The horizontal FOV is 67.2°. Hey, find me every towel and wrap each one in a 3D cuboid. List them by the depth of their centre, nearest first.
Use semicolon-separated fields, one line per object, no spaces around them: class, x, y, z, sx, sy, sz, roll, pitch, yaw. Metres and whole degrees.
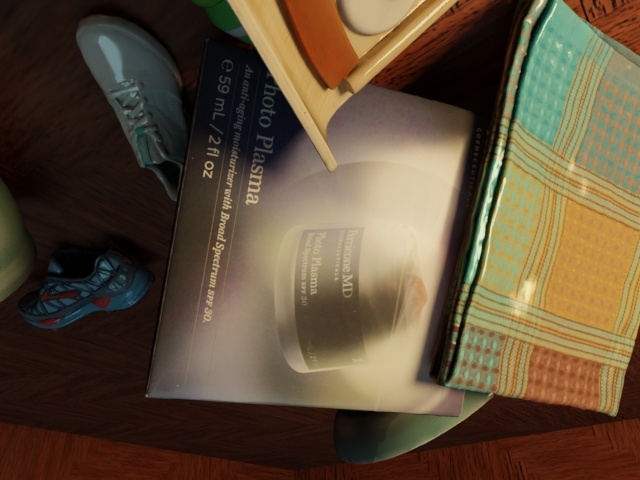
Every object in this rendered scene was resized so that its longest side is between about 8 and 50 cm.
towel;0.258;-0.020;0.481;0.271;0.370;0.040;16;176;-26

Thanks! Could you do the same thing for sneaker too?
sneaker;-0.182;-0.127;0.511;0.080;0.094;0.212;-7;146;11
sneaker;-0.413;0.062;0.809;0.262;0.104;0.125;-17;126;15

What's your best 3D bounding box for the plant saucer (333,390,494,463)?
plant saucer;0.139;0.175;0.659;0.317;0.317;0.044;-37;88;41

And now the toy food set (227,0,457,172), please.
toy food set;0.070;-0.212;0.287;0.306;0.092;0.220;-42;141;-3

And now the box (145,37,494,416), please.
box;0.000;0.000;0.494;0.294;0.296;0.183;9;179;-17

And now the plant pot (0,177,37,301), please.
plant pot;-0.482;-0.040;0.502;0.293;0.293;0.196;2;120;-5

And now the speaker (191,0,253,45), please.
speaker;-0.116;-0.256;0.292;0.131;0.131;0.296;-27;139;33
